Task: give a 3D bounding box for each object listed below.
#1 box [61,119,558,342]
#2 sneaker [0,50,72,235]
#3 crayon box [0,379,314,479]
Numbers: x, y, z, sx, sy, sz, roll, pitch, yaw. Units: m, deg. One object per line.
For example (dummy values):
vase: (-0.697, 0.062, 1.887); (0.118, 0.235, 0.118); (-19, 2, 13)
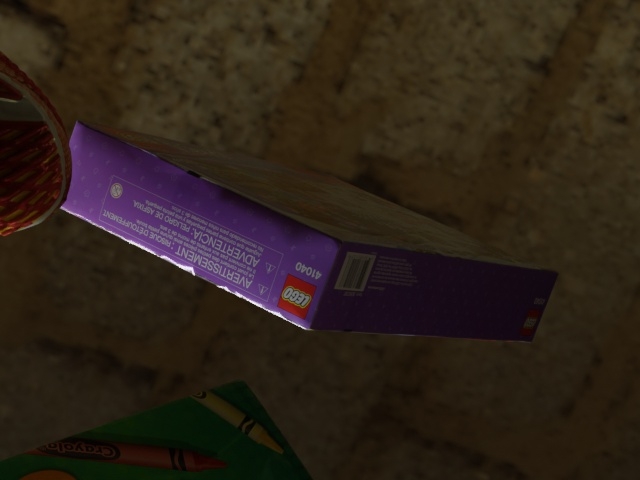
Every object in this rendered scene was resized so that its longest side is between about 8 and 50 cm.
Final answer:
box: (0.000, 0.000, 1.050); (0.293, 0.201, 0.057); (9, -76, -58)
sneaker: (-0.146, -0.066, 0.486); (0.064, 0.175, 0.067); (-43, 12, -1)
crayon box: (-0.136, 0.184, 0.732); (0.081, 0.165, 0.278); (55, 130, 18)
